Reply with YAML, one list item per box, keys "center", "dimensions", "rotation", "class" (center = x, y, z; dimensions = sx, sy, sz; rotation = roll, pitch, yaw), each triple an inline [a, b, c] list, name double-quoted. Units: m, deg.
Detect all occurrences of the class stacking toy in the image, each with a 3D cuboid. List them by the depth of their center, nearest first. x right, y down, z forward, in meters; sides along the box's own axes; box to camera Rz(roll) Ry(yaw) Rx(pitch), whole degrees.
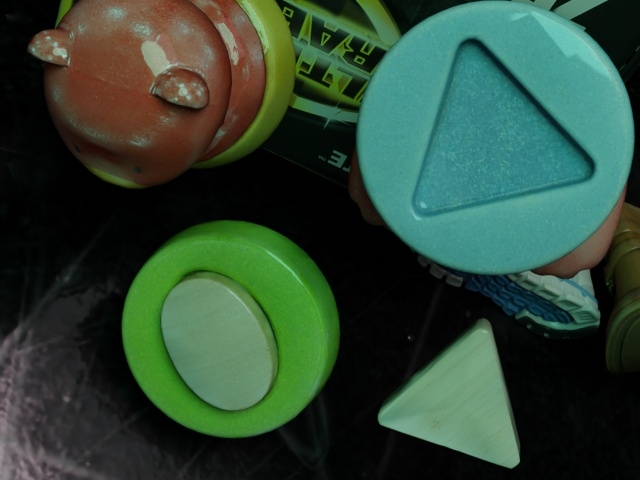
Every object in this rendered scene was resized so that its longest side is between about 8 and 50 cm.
- center: [0.000, 0.000, 0.541]
  dimensions: [0.308, 0.130, 0.280]
  rotation: [7, 104, 10]
  class: "stacking toy"

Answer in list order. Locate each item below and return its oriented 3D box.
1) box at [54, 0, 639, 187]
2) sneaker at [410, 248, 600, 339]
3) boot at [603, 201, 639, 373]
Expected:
- center: [0.019, -0.152, 0.620]
  dimensions: [0.322, 0.257, 0.079]
  rotation: [25, 48, -6]
  class: "box"
- center: [0.140, 0.001, 0.800]
  dimensions: [0.190, 0.071, 0.083]
  rotation: [34, 49, -26]
  class: "sneaker"
- center: [0.248, 0.031, 0.812]
  dimensions: [0.197, 0.073, 0.152]
  rotation: [45, 33, -57]
  class: "boot"
